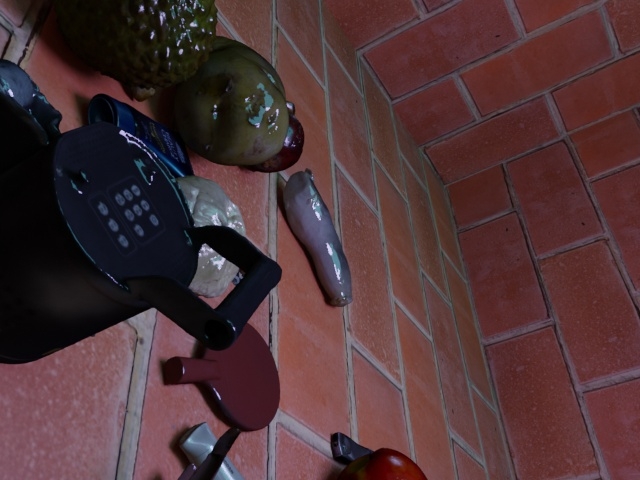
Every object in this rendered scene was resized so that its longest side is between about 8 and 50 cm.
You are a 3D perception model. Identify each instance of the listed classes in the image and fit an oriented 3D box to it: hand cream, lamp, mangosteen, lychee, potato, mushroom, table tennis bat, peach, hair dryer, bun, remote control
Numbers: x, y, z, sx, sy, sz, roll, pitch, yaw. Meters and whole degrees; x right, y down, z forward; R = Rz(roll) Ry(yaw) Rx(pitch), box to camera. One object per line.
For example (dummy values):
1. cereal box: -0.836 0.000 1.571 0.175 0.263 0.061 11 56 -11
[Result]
1. hand cream: -0.297 -0.169 1.161 0.120 0.061 0.270 68 13 16
2. lamp: -0.274 0.018 0.720 0.374 0.272 0.205 43 25 -5
3. mangosteen: -0.119 -0.236 1.488 0.166 0.166 0.180 51 24 -36
4. lychee: -0.292 -0.375 1.082 0.270 0.320 0.269 23 53 -35
5. potato: -0.179 -0.289 1.319 0.350 0.219 0.202 -106 -170 -45
6. mushroom: 0.001 0.000 1.629 0.351 0.097 0.109 66 22 -9
7. table tennis bat: -0.150 0.221 1.124 0.310 0.038 0.200 24 47 -61
8. peach: 0.132 0.524 1.287 0.226 0.190 0.196 61 11 1
9. hair dryer: -0.170 0.390 0.905 0.206 0.075 0.237 58 30 -4
10. bun: -0.201 -0.011 1.100 0.220 0.134 0.220 51 26 -36
11. remote control: 0.086 0.468 1.450 0.212 0.028 0.059 43 33 -47

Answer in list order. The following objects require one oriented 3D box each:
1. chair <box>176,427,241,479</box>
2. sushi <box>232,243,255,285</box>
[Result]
1. chair: -0.144 0.372 0.736 0.183 0.175 0.326 46 26 5
2. sushi: -0.166 0.015 1.300 0.201 0.031 0.139 46 30 -42
